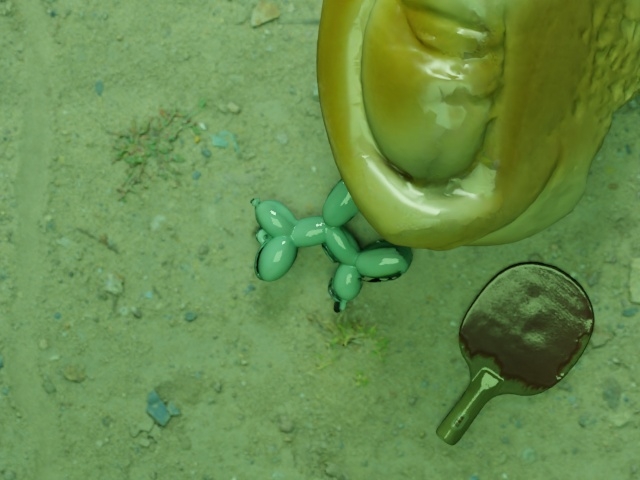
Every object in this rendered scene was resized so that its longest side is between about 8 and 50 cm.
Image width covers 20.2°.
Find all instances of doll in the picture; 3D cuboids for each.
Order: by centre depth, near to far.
[{"bbox_3d":[0.000,0.000,1.928,0.158,0.059,0.159,-36,99,18],"label":"doll"}]

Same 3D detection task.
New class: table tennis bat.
[{"bbox_3d":[0.201,0.128,1.953,0.131,0.022,0.234,33,109,-2],"label":"table tennis bat"}]

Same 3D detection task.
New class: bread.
[{"bbox_3d":[0.162,-0.191,1.737,0.329,0.245,0.424,15,106,5],"label":"bread"}]
